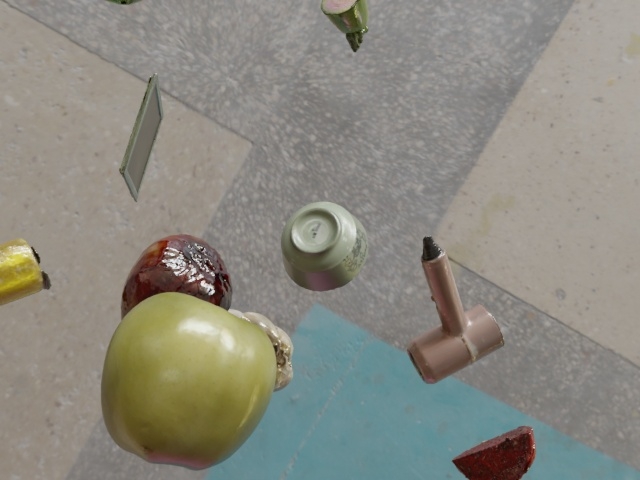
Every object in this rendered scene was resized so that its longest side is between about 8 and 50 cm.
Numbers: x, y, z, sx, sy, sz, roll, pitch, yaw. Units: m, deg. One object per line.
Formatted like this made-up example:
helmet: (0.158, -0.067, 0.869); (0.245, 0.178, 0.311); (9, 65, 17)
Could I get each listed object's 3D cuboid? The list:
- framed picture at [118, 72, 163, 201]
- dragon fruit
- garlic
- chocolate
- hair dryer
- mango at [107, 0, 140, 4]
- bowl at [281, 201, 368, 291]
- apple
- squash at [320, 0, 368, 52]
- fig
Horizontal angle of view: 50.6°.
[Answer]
framed picture: (-0.368, -0.205, 1.405); (0.017, 0.274, 0.217); (17, 78, -7)
dragon fruit: (0.333, 0.390, 1.216); (0.162, 0.106, 0.083); (-35, 75, 25)
garlic: (-0.166, 0.272, 1.715); (0.203, 0.185, 0.281); (-14, 115, 37)
chocolate: (-0.916, 0.138, 1.677); (0.445, 0.162, 0.162); (-26, 108, -34)
hair dryer: (0.241, 0.128, 1.367); (0.189, 0.107, 0.344); (-26, 122, -4)
mango: (-0.308, -0.427, 1.046); (0.100, 0.178, 0.119); (-7, 117, 31)
bowl: (0.000, 0.000, 1.535); (0.211, 0.112, 0.212); (-5, 65, 11)
apple: (-0.189, 0.205, 0.991); (0.262, 0.262, 0.263); (-2, 103, -7)
squash: (0.074, -0.488, 1.503); (0.105, 0.105, 0.132); (-37, 135, 2)
fig: (-0.310, 0.118, 1.453); (0.224, 0.224, 0.263); (40, 77, -14)
